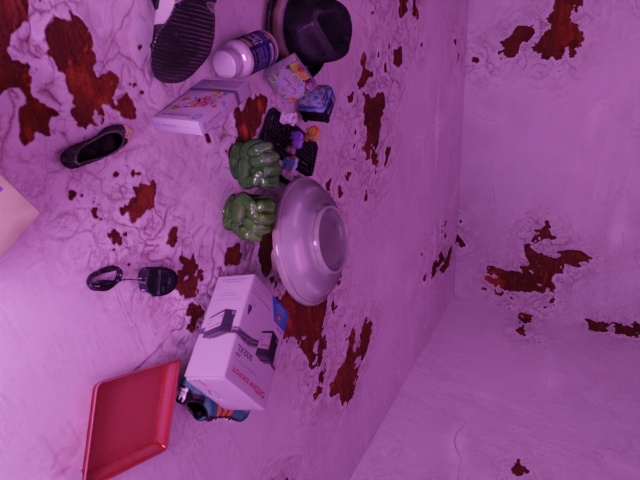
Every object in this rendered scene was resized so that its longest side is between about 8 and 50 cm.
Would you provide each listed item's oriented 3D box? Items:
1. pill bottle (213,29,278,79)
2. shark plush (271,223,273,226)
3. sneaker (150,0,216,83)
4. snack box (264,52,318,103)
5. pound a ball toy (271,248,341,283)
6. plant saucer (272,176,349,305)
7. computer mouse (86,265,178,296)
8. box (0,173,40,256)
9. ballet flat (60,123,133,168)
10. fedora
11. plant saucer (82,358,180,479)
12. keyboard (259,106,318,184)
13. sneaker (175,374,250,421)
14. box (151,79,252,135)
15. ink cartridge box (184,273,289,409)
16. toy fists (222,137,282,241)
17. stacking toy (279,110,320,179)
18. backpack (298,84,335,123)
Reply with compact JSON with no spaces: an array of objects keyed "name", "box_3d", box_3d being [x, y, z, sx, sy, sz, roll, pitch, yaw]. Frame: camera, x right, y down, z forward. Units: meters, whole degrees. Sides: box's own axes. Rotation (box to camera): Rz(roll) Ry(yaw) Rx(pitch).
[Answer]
[{"name":"pill bottle","box_3d":[-0.188,-0.462,1.360,0.169,0.094,0.094,-45,139,-45]},{"name":"shark plush","box_3d":[-0.092,-0.086,1.736,0.161,0.067,0.073,-67,151,-16]},{"name":"sneaker","box_3d":[-0.287,-0.500,1.145,0.123,0.146,0.330,5,124,-35]},{"name":"snack box","box_3d":[-0.082,-0.462,1.554,0.141,0.100,0.037,36,33,-60]},{"name":"pound a ball toy","box_3d":[-0.046,0.047,1.852,0.319,0.136,0.208,9,69,-62]},{"name":"plant saucer","box_3d":[0.000,0.000,1.665,0.400,0.101,0.399,14,74,-61]},{"name":"computer mouse","box_3d":[-0.428,0.091,1.243,0.242,0.041,0.071,9,86,-55]},{"name":"box","box_3d":[-0.589,-0.047,0.789,0.213,0.117,0.243,-61,148,-27]},{"name":"ballet flat","box_3d":[-0.435,-0.184,1.081,0.173,0.049,0.057,-46,141,-44]},{"name":"fedora","box_3d":[-0.009,-0.610,1.562,0.334,0.153,0.333,-34,131,-52]},{"name":"plant saucer","box_3d":[-0.461,0.426,1.312,0.258,0.048,0.258,-4,106,-61]},{"name":"keyboard","box_3d":[-0.098,-0.263,1.687,0.317,0.033,0.201,24,81,-61]},{"name":"sneaker","box_3d":[-0.312,0.468,1.553,0.121,0.108,0.302,-60,140,-26]},{"name":"box","box_3d":[-0.267,-0.306,1.233,0.186,0.145,0.038,-53,142,-36]},{"name":"ink cartridge box","box_3d":[-0.218,0.281,1.494,0.223,0.129,0.307,57,36,-44]},{"name":"toy fists","box_3d":[-0.184,-0.135,1.467,0.096,0.142,0.278,-6,107,-61]},{"name":"stacking toy","box_3d":[-0.079,-0.264,1.635,0.167,0.052,0.221,19,85,-62]},{"name":"backpack","box_3d":[-0.008,-0.435,1.693,0.114,0.105,0.084,-68,152,-26]}]
